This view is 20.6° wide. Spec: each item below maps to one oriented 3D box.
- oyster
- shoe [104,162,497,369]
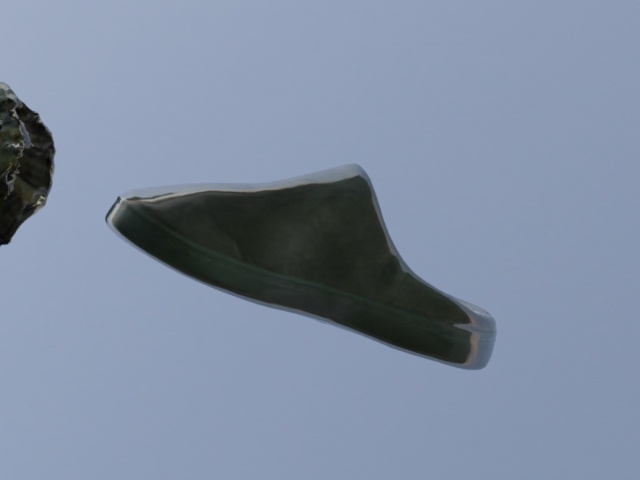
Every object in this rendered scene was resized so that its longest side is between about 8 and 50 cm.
[{"bbox_3d":[-0.267,-0.089,1.104,0.199,0.087,0.252,-17,-111,16],"label":"oyster"},{"bbox_3d":[0.000,0.000,0.825,0.195,0.079,0.078,23,-91,-11],"label":"shoe"}]
